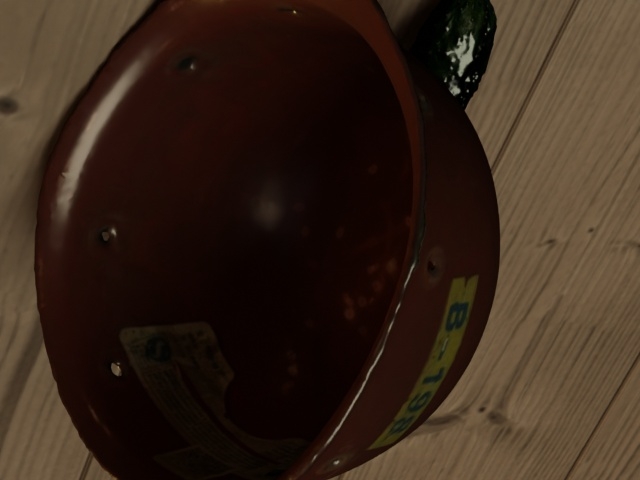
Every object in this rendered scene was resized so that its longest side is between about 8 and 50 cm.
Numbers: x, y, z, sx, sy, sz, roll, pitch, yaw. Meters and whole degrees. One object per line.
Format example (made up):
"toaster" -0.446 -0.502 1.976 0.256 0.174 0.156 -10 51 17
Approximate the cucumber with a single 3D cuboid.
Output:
"cucumber" 0.066 -0.085 1.463 0.067 0.067 0.245 11 129 -33

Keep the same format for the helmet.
"helmet" 0.000 0.000 1.355 0.230 0.337 0.385 8 111 -47
